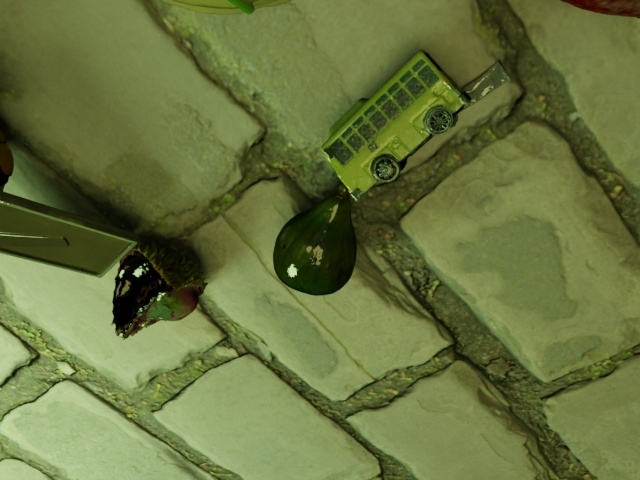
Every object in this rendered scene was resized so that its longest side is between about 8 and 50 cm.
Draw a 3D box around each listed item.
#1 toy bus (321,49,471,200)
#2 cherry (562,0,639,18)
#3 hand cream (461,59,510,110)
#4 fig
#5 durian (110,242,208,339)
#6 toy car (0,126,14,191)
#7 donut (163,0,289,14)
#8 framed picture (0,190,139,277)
[{"bbox_3d":[0.086,-0.136,0.680,0.175,0.088,0.101,-41,93,23],"label":"toy bus"},{"bbox_3d":[0.264,-0.307,0.514,0.192,0.175,0.249,-39,116,9],"label":"cherry"},{"bbox_3d":[0.187,-0.182,0.698,0.093,0.019,0.030,-34,113,15],"label":"hand cream"},{"bbox_3d":[0.000,0.000,0.757,0.117,0.117,0.177,16,138,-7],"label":"fig"},{"bbox_3d":[-0.235,0.066,0.848,0.108,0.119,0.187,2,147,-44],"label":"durian"},{"bbox_3d":[-0.487,-0.146,0.682,0.200,0.142,0.248,-3,143,-6],"label":"toy car"},{"bbox_3d":[-0.077,-0.371,0.508,0.307,0.150,0.371,36,117,-19],"label":"donut"},{"bbox_3d":[-0.374,-0.004,0.777,0.203,0.015,0.150,20,144,-32],"label":"framed picture"}]
